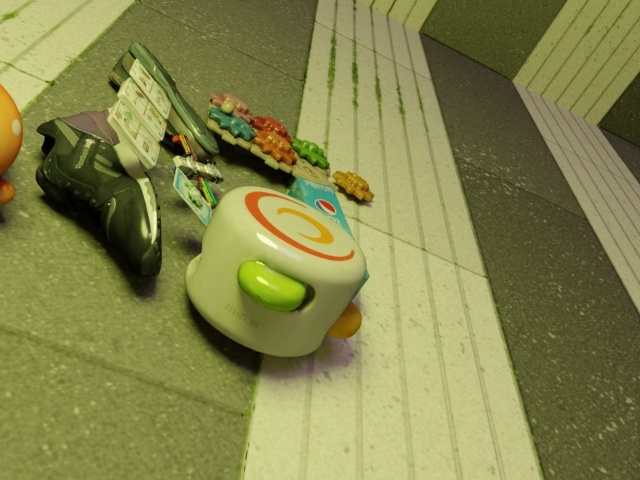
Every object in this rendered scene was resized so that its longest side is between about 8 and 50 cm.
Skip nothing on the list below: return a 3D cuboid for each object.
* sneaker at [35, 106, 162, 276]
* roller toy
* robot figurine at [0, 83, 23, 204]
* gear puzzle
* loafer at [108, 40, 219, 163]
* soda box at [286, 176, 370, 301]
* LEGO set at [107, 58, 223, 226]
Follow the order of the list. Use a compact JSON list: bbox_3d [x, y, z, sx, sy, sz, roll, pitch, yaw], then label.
[{"bbox_3d":[-0.277,-0.054,0.836,0.124,0.107,0.283,-11,46,-23],"label":"sneaker"},{"bbox_3d":[-0.055,0.040,0.818,0.209,0.146,0.191,6,31,-48],"label":"roller toy"},{"bbox_3d":[-0.392,-0.125,0.743,0.128,0.158,0.219,10,10,-29],"label":"robot figurine"},{"bbox_3d":[-0.039,-0.154,1.176,0.339,0.044,0.175,28,22,-20],"label":"gear puzzle"},{"bbox_3d":[-0.254,-0.207,1.092,0.267,0.084,0.096,54,6,28],"label":"loafer"},{"bbox_3d":[0.000,0.000,0.996,0.067,0.071,0.210,15,34,-27],"label":"soda box"},{"bbox_3d":[-0.193,-0.097,0.894,0.244,0.060,0.182,54,16,-32],"label":"LEGO set"}]
